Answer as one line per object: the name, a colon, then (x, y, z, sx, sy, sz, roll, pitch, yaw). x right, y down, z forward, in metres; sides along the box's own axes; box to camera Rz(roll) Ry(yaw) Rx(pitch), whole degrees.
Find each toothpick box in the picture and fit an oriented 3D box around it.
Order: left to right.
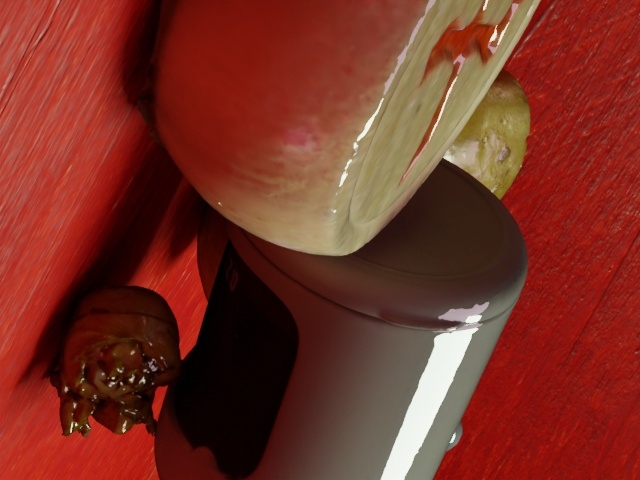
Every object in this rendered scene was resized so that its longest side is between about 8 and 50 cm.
toothpick box: (0.011, 0.099, 1.377, 0.229, 0.229, 0.316, -49, 162, -57)

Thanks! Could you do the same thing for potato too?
potato: (0.129, -0.114, 2.237, 0.203, 0.178, 0.158, -45, 163, 23)

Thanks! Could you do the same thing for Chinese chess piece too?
Chinese chess piece: (0.037, -0.154, 1.153, 0.338, 0.140, 0.338, -53, 167, -17)

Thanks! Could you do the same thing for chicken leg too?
chicken leg: (-0.148, 0.096, 1.370, 0.207, 0.085, 0.101, 126, -35, -70)

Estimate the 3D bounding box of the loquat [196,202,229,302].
loquat: (0.005, -0.003, 1.553, 0.213, 0.213, 0.213, -57, 174, -9)
